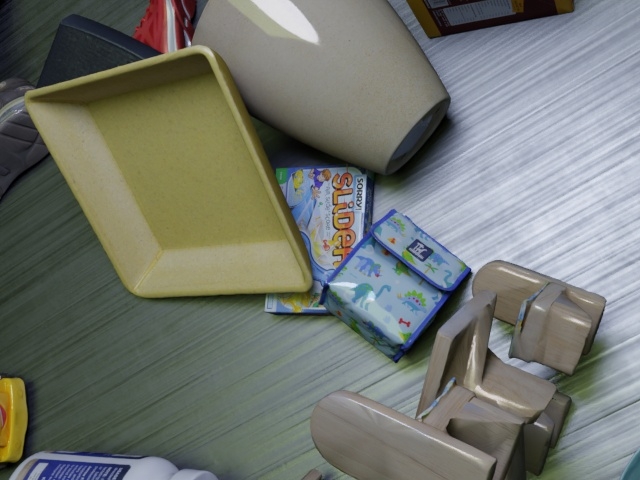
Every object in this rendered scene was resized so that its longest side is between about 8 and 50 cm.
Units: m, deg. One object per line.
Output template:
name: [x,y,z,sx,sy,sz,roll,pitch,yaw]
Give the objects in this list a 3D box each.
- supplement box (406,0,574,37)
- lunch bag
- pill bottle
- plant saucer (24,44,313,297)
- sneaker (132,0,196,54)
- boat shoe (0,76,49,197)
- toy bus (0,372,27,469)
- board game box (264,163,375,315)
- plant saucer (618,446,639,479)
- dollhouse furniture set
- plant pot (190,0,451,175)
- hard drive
supplement box: [0.200,-0.365,0.997,0.194,0.191,0.129,-6,76,21]
lunch bag: [0.094,0.049,0.989,0.129,0.096,0.151,39,67,10]
pill bottle: [-0.266,0.354,1.048,0.265,0.153,0.153,-3,76,23]
plant saucer: [-0.184,-0.083,1.059,0.333,0.081,0.332,-5,120,33]
sneaker: [-0.264,-0.344,1.253,0.128,0.087,0.221,-12,72,19]
boat shoe: [-0.581,-0.131,1.329,0.355,0.132,0.130,-36,56,2]
toy bus: [-0.573,0.263,1.173,0.221,0.211,0.149,-9,73,20]
board game box: [0.000,0.000,1.083,0.136,0.035,0.201,-2,77,23]
plant saucer: [0.455,0.316,0.808,0.318,0.044,0.317,-6,75,22]
dollhouse furniture set: [0.075,0.230,0.832,0.257,0.362,0.393,22,117,25]
plant pot: [0.020,-0.215,1.032,0.274,0.256,0.256,42,96,11]
hard drive: [-0.300,-0.214,1.200,0.255,0.054,0.171,29,104,8]
